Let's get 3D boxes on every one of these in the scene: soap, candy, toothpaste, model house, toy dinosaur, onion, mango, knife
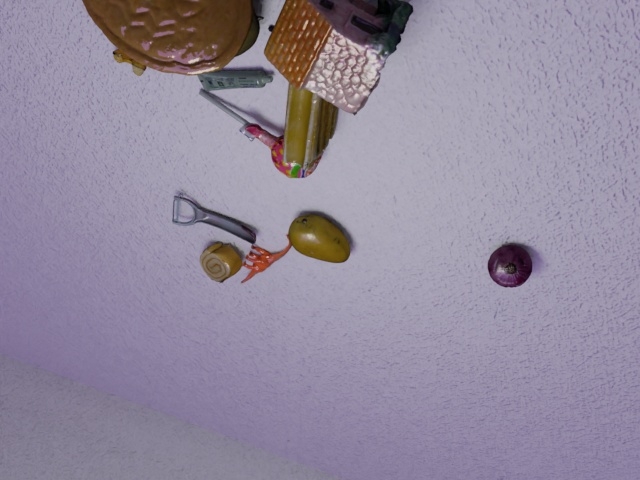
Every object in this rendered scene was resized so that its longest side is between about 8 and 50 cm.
[{"bbox_3d":[-0.016,-0.317,1.734,0.089,0.173,0.274,22,139,11],"label":"soap"},{"bbox_3d":[-0.162,-0.287,1.919,0.365,0.124,0.124,35,140,5],"label":"candy"},{"bbox_3d":[-0.214,-0.401,1.857,0.218,0.041,0.064,5,142,28],"label":"toothpaste"},{"bbox_3d":[0.036,-0.433,1.524,0.237,0.237,0.202,26,144,-6],"label":"model house"},{"bbox_3d":[-0.180,0.053,2.314,0.101,0.055,0.279,26,140,-14],"label":"toy dinosaur"},{"bbox_3d":[0.496,0.067,1.943,0.115,0.115,0.104,14,-177,15],"label":"onion"},{"bbox_3d":[0.000,0.000,2.128,0.195,0.098,0.137,32,138,-18],"label":"mango"},{"bbox_3d":[-0.316,-0.062,2.259,0.278,0.053,0.123,19,135,7],"label":"knife"}]

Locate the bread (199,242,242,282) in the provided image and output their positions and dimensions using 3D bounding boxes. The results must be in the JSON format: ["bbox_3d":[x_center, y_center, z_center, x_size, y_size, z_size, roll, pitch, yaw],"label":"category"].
[{"bbox_3d":[-0.324,0.071,2.368,0.122,0.073,0.149,53,142,-2],"label":"bread"}]

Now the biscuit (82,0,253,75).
[{"bbox_3d":[-0.314,-0.545,1.570,0.385,0.062,0.365,26,99,2],"label":"biscuit"}]

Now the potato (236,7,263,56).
[{"bbox_3d":[-0.244,-0.491,1.683,0.251,0.159,0.174,3,179,16],"label":"potato"}]

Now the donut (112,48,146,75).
[{"bbox_3d":[-0.494,-0.461,1.921,0.083,0.067,0.038,-2,163,-17],"label":"donut"}]

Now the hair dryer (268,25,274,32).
[{"bbox_3d":[-0.086,-0.471,1.721,0.083,0.026,0.047,27,139,4],"label":"hair dryer"}]
